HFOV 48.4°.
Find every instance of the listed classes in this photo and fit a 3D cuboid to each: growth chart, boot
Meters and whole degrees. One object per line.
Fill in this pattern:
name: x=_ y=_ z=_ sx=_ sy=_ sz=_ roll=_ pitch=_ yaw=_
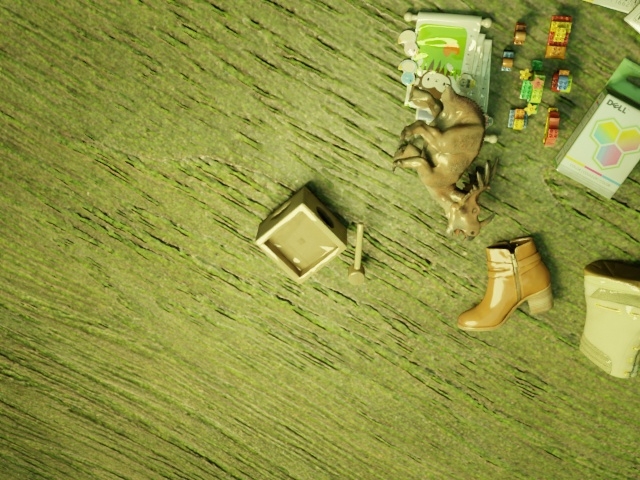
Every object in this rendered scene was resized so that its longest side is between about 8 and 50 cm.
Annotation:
growth chart: x=0.224 y=-0.285 z=1.256 sx=0.171 sy=0.021 sz=0.237 roll=0 pitch=113 yaw=14
boot: x=0.339 y=0.083 z=1.369 sx=0.197 sy=0.073 sz=0.152 roll=-20 pitch=110 yaw=7
boot: x=0.596 y=0.165 z=1.289 sx=0.262 sy=0.095 sz=0.204 roll=19 pitch=124 yaw=40

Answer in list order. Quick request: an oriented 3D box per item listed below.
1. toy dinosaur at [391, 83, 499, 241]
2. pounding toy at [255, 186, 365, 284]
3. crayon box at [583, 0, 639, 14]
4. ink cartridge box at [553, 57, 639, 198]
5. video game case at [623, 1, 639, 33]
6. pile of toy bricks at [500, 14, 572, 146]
toy dinosaur: x=0.233 y=-0.156 z=1.227 sx=0.200 sy=0.127 sz=0.296 roll=13 pitch=134 yaw=4
pounding toy: x=0.011 y=-0.002 z=1.396 sx=0.181 sy=0.094 sz=0.206 roll=-38 pitch=110 yaw=19
crayon box: x=0.476 y=-0.500 z=1.036 sx=0.202 sy=0.081 sz=0.319 roll=27 pitch=119 yaw=22
ink cartridge box: x=0.504 y=-0.188 z=1.213 sx=0.109 sy=0.062 sz=0.209 roll=29 pitch=116 yaw=-1
video game case: x=0.576 y=-0.307 z=0.963 sx=0.232 sy=0.042 sz=0.210 roll=46 pitch=128 yaw=9
pile of toy bricks: x=0.360 y=-0.261 z=1.188 sx=0.118 sy=0.105 sz=0.212 roll=6 pitch=115 yaw=10
